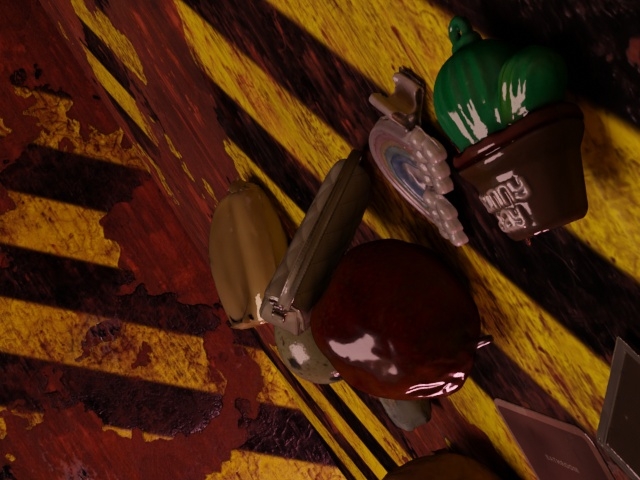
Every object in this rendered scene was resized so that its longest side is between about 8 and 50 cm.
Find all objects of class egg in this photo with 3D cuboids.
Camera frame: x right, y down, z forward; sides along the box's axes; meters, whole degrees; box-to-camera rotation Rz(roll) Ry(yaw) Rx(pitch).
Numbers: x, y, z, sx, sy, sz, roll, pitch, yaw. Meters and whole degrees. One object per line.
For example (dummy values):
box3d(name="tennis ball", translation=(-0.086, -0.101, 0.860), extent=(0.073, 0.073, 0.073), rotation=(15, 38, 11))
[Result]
box3d(name="egg", translation=(-0.002, 0.156, 1.756), extent=(0.177, 0.177, 0.228), rotation=(77, 173, -55))

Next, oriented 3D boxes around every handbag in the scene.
box3d(name="handbag", translation=(0.000, 0.000, 1.287), extent=(0.079, 0.256, 0.219), rotation=(25, 162, 2))

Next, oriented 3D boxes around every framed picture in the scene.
box3d(name="framed picture", translation=(0.363, 0.221, 0.966), extent=(0.197, 0.014, 0.252), rotation=(48, 164, 33))

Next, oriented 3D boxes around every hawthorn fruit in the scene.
box3d(name="hawthorn fruit", translation=(0.115, 0.107, 1.214), extent=(0.248, 0.208, 0.208), rotation=(19, 142, 49))

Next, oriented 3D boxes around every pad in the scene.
box3d(name="pad", translation=(0.330, 0.304, 1.293), extent=(0.176, 0.002, 0.266), rotation=(59, 166, -8))

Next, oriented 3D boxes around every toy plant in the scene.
box3d(name="toy plant", translation=(0.156, -0.102, 0.783), extent=(0.200, 0.105, 0.143), rotation=(68, 159, 3))

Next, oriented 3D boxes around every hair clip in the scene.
box3d(name="hair clip", translation=(0.108, -0.095, 1.085), extent=(0.140, 0.054, 0.220), rotation=(38, 161, 37))

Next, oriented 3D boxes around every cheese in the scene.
box3d(name="cheese", translation=(-0.142, 0.024, 1.942), extent=(0.259, 0.128, 0.315), rotation=(-26, 75, 59))

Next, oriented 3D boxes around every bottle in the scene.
box3d(name="bottle", translation=(0.114, 0.208, 1.666), extent=(0.269, 0.083, 0.083), rotation=(64, 165, -15))

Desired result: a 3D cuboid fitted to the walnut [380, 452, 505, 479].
box3d(name="walnut", translation=(0.210, 0.507, 1.575), extent=(0.306, 0.306, 0.344), rotation=(53, 162, 16))

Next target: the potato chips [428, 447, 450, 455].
box3d(name="potato chips", translation=(0.226, 0.482, 1.905), extent=(0.407, 0.080, 0.057), rotation=(100, 148, -63))

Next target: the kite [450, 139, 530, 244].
box3d(name="kite", translation=(0.176, -0.075, 0.958), extent=(0.159, 0.010, 0.190), rotation=(36, 156, 55))
